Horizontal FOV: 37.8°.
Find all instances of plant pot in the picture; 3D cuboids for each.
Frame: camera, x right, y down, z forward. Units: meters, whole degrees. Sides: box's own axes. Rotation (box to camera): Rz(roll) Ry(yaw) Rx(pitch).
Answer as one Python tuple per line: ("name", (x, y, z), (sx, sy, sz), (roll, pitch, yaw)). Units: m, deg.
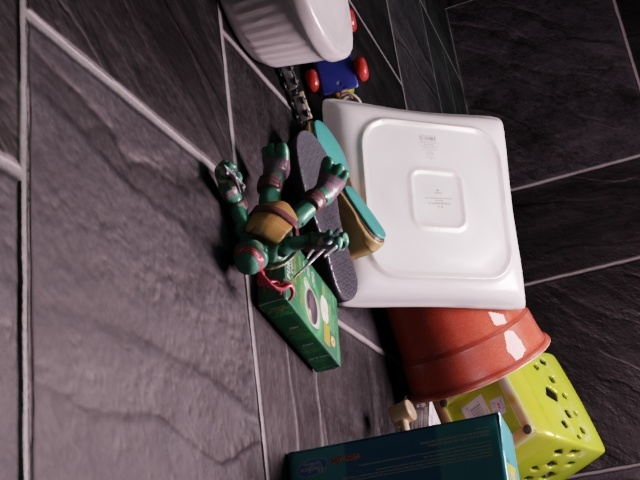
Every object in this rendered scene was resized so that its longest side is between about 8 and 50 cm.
("plant pot", (0.353, 0.345, 1.750), (0.207, 0.227, 0.228), (22, 35, -46))
("plant pot", (0.224, 0.105, 1.643), (0.265, 0.272, 0.272), (66, 18, -3))

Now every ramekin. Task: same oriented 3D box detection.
("ramekin", (-0.059, -0.377, 1.348), (0.273, 0.127, 0.272), (-15, 90, -72))

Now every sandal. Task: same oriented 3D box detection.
("sandal", (-0.012, -0.032, 1.340), (0.097, 0.054, 0.254), (-11, 88, -61))

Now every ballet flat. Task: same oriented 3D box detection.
("ballet flat", (0.017, -0.075, 1.416), (0.080, 0.073, 0.232), (8, 51, -57))

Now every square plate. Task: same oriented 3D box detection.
("square plate", (0.177, -0.061, 1.514), (0.049, 0.347, 0.344), (148, -58, -62))

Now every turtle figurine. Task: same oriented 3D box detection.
("turtle figurine", (-0.054, -0.029, 1.103), (0.175, 0.118, 0.234), (31, 37, -3))

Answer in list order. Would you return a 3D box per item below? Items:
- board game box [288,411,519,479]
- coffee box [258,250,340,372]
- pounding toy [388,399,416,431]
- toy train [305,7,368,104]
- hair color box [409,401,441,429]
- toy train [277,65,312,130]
("board game box", (0.099, 0.374, 0.992), (0.079, 0.254, 0.336), (53, 28, -51))
("coffee box", (-0.026, 0.080, 1.208), (0.184, 0.040, 0.113), (54, 25, -49))
("pounding toy", (0.134, 0.350, 1.413), (0.206, 0.094, 0.181), (67, 21, 5))
("toy train", (0.033, -0.269, 1.616), (0.143, 0.105, 0.248), (43, 34, -83))
("hair color box", (0.192, 0.370, 1.629), (0.093, 0.053, 0.167), (-78, 149, -57))
("toy train", (-0.030, -0.207, 1.466), (0.036, 0.027, 0.158), (-90, 160, -68))
